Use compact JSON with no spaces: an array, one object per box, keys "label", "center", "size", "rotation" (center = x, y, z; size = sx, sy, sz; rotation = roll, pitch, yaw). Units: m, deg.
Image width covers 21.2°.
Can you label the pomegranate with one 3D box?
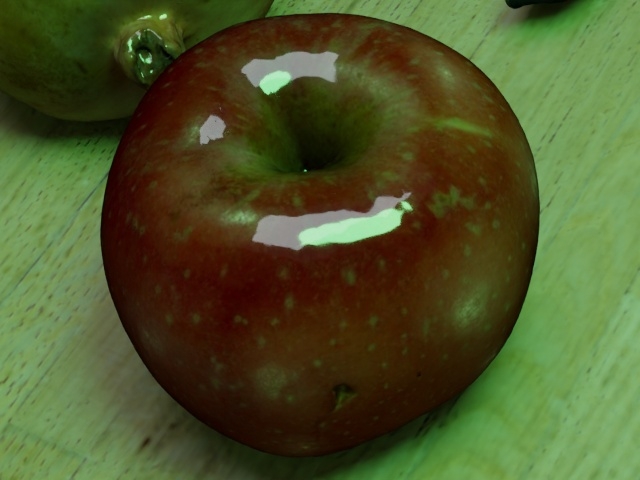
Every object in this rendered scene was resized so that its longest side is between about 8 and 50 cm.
[{"label":"pomegranate","center":[-0.147,-0.199,1.198],"size":[0.252,0.229,0.270],"rotation":[-16,55,-2]}]

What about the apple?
[{"label":"apple","center":[0.000,0.000,1.009],"size":[0.260,0.216,0.260],"rotation":[-4,50,5]}]

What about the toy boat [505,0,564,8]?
[{"label":"toy boat","center":[0.196,-0.255,1.268],"size":[0.103,0.093,0.246],"rotation":[25,59,19]}]
